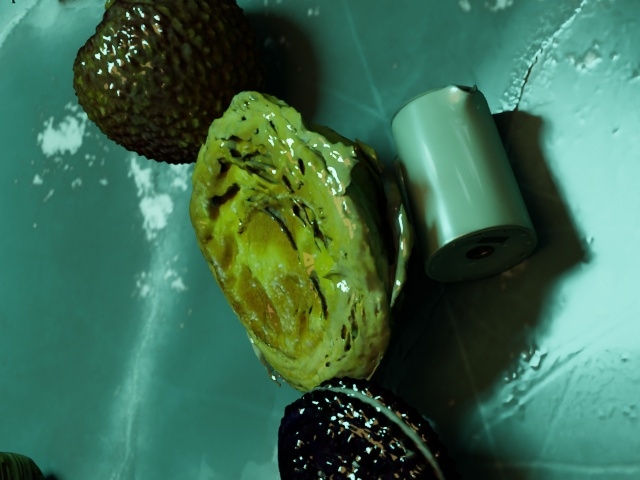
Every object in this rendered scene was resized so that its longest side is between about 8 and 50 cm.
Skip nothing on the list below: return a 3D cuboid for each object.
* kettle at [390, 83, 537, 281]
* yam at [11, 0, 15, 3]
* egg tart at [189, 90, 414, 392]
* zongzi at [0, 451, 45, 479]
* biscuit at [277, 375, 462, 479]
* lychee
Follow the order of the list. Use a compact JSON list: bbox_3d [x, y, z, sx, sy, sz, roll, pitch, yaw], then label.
[{"bbox_3d":[0.119,-0.044,1.566,0.098,0.127,0.148,-16,63,1],"label":"kettle"},{"bbox_3d":[-0.236,-0.339,1.891,0.280,0.131,0.131,-13,72,35],"label":"yam"},{"bbox_3d":[0.000,0.000,1.605,0.297,0.132,0.297,29,125,52],"label":"egg tart"},{"bbox_3d":[-0.296,0.353,1.734,0.317,0.154,0.289,3,81,52],"label":"zongzi"},{"bbox_3d":[0.040,0.203,1.534,0.194,0.053,0.194,25,131,33],"label":"biscuit"},{"bbox_3d":[-0.142,-0.163,1.741,0.194,0.194,0.194,-10,74,37],"label":"lychee"}]
